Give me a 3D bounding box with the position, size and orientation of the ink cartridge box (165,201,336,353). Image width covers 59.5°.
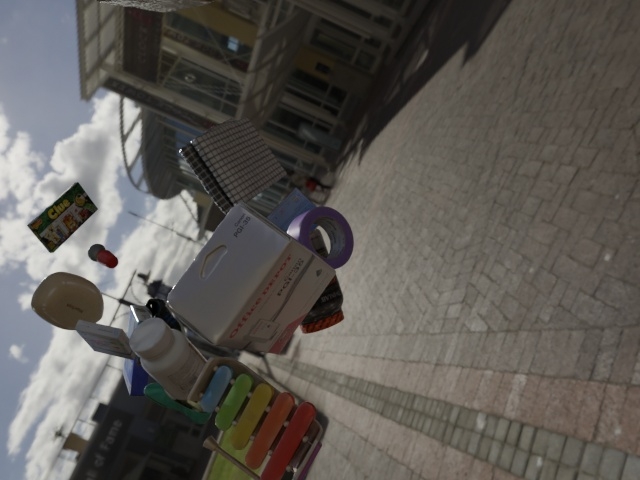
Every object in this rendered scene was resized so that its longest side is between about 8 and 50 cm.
[{"bbox_3d":[-0.105,0.080,0.973,0.207,0.117,0.283,-54,-20,-1],"label":"ink cartridge box"}]

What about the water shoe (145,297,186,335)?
[{"bbox_3d":[-0.527,0.276,1.878,0.073,0.203,0.080,-50,-34,10],"label":"water shoe"}]

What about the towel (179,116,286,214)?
[{"bbox_3d":[-0.257,-0.226,1.651,0.121,0.235,0.284,-30,10,32],"label":"towel"}]

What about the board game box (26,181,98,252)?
[{"bbox_3d":[-0.956,-0.089,2.091,0.030,0.136,0.260,-5,39,32],"label":"board game box"}]

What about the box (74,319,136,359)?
[{"bbox_3d":[-0.678,0.319,1.784,0.186,0.145,0.038,94,-171,-57],"label":"box"}]

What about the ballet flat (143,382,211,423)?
[{"bbox_3d":[-0.455,0.517,1.840,0.087,0.247,0.083,-46,25,13],"label":"ballet flat"}]

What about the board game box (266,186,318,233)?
[{"bbox_3d":[-0.127,-0.027,1.843,0.281,0.145,0.027,-45,-8,1],"label":"board game box"}]

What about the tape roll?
[{"bbox_3d":[0.000,0.000,1.643,0.080,0.189,0.189,-23,41,53],"label":"tape roll"}]

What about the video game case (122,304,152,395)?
[{"bbox_3d":[-0.666,0.394,2.040,0.244,0.061,0.270,15,99,63],"label":"video game case"}]

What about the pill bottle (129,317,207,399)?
[{"bbox_3d":[-0.394,0.308,1.470,0.229,0.131,0.131,64,-147,-42],"label":"pill bottle"}]

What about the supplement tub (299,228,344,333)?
[{"bbox_3d":[-0.045,0.143,1.986,0.207,0.207,0.338,-178,68,-84],"label":"supplement tub"}]

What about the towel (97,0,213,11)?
[{"bbox_3d":[-0.439,-0.657,1.494,0.282,0.187,0.049,-29,-62,-61],"label":"towel"}]

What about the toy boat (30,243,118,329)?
[{"bbox_3d":[-0.844,0.159,1.971,0.318,0.148,0.267,-56,-39,-15],"label":"toy boat"}]

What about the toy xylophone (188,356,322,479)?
[{"bbox_3d":[-0.145,0.404,1.206,0.081,0.322,0.236,11,-79,-67],"label":"toy xylophone"}]
